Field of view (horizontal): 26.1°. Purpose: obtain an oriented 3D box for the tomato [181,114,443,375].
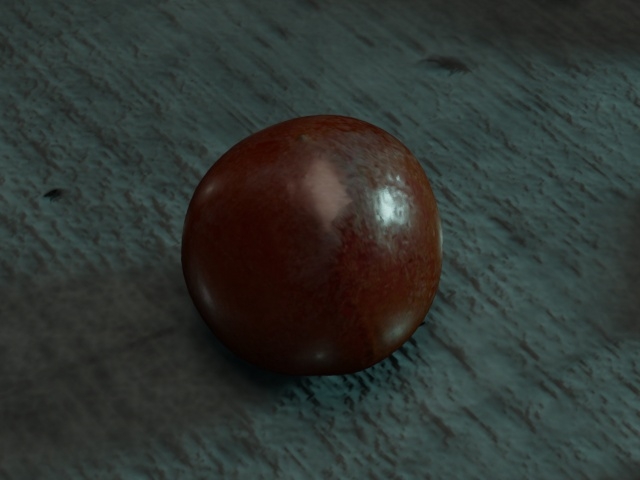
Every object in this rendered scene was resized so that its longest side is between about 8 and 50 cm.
[{"bbox_3d":[0.000,0.000,0.866,0.167,0.167,0.167,0,49,0],"label":"tomato"}]
